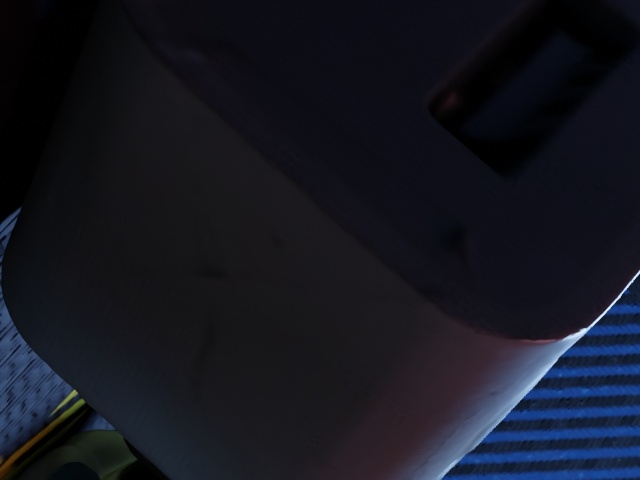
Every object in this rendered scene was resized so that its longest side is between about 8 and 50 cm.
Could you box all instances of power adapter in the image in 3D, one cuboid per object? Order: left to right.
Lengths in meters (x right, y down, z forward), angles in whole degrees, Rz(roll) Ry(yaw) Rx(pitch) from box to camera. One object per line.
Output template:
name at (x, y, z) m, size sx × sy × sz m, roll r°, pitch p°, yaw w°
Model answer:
power adapter at (0.000, 0.000, 0.448) m, size 0.130 × 0.125 × 0.205 m, roll -45°, pitch 174°, yaw -34°

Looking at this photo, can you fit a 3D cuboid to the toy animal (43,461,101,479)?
toy animal at (-0.134, 0.120, 0.398) m, size 0.208 × 0.103 × 0.100 m, roll -50°, pitch -141°, yaw -7°

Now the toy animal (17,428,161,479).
toy animal at (-0.096, 0.185, 0.835) m, size 0.204 × 0.156 × 0.208 m, roll 124°, pitch -34°, yaw -48°
